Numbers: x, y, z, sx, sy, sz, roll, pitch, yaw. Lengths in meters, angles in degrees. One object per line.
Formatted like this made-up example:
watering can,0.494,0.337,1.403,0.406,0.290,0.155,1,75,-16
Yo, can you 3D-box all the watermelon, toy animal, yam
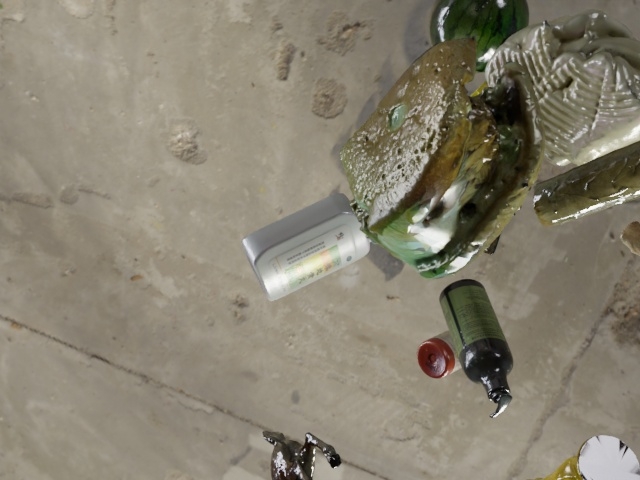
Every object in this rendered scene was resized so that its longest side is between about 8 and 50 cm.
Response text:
watermelon,0.387,-0.533,1.487,0.243,0.242,0.242,9,118,17
toy animal,-0.025,0.375,0.796,0.087,0.243,0.260,4,163,-24
yam,0.459,-0.108,0.787,0.372,0.083,0.083,-26,104,34

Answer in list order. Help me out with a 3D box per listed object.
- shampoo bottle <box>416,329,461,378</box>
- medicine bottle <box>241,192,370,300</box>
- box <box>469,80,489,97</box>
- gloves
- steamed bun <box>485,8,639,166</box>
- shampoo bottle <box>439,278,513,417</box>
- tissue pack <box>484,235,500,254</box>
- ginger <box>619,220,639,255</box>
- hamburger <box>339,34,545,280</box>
shampoo bottle,0.384,0.284,1.636,0.104,0.278,0.104,13,108,44
medicine bottle,0.000,0.000,1.343,0.324,0.124,0.179,-27,140,-10
box,0.529,-0.337,1.635,0.097,0.265,0.168,-42,63,29
gloves,0.522,0.486,1.248,0.133,0.116,0.294,10,153,0
steamed bun,0.488,-0.279,1.131,0.320,0.206,0.275,54,138,24
shampoo bottle,0.316,0.207,1.194,0.101,0.283,0.101,-4,132,-4
tissue pack,0.375,-0.040,1.444,0.082,0.169,0.119,18,97,-2
ginger,0.581,-0.020,0.848,0.288,0.089,0.075,-17,83,38
hamburger,0.142,-0.074,0.721,0.168,0.192,0.288,11,140,-30
